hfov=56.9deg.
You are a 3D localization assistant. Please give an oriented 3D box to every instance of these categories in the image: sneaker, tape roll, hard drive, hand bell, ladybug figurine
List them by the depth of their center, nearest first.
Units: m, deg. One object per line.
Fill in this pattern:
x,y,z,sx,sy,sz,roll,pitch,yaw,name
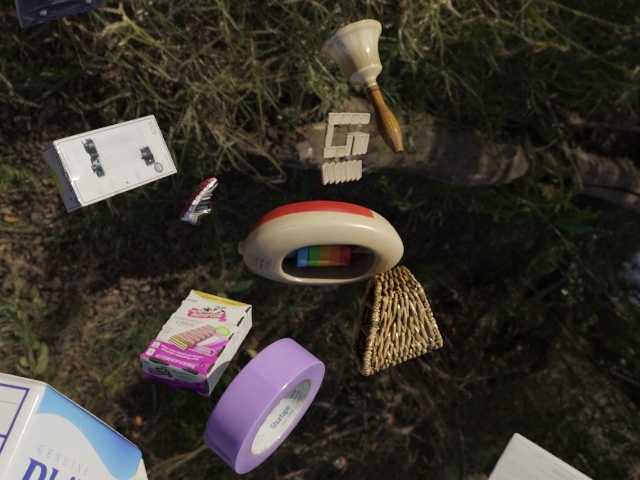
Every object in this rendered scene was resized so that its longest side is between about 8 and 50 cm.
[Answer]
-0.415,-0.447,0.950,0.172,0.054,0.254,-31,-178,-29,hard drive
0.101,-0.277,1.124,0.126,0.242,0.126,-21,173,-3,hand bell
-0.110,0.339,1.220,0.275,0.090,0.275,-45,155,-27,tape roll
0.000,0.000,1.621,0.449,0.162,0.305,2,146,-12,ladybug figurine
-0.371,-0.119,1.872,0.075,0.063,0.170,40,75,-31,sneaker

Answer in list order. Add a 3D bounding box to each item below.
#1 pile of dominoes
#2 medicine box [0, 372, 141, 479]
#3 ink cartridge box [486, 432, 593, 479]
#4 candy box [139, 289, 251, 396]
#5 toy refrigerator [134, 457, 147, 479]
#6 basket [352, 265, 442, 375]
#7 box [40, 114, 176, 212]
0.058,-0.257,1.634,0.251,0.040,0.196,-18,122,-57,pile of dominoes
-0.324,0.302,0.562,0.149,0.289,0.263,7,149,10,medicine box
0.541,0.741,1.499,0.385,0.308,0.091,-57,148,-7,ink cartridge box
-0.269,0.221,1.317,0.233,0.159,0.071,-61,160,-53,candy box
-0.504,0.522,1.228,0.269,0.094,0.102,-12,179,-25,toy refrigerator
0.162,0.199,1.568,0.223,0.213,0.299,-21,-178,0,basket
-0.531,-0.200,1.504,0.087,0.169,0.290,-11,-165,44,box
